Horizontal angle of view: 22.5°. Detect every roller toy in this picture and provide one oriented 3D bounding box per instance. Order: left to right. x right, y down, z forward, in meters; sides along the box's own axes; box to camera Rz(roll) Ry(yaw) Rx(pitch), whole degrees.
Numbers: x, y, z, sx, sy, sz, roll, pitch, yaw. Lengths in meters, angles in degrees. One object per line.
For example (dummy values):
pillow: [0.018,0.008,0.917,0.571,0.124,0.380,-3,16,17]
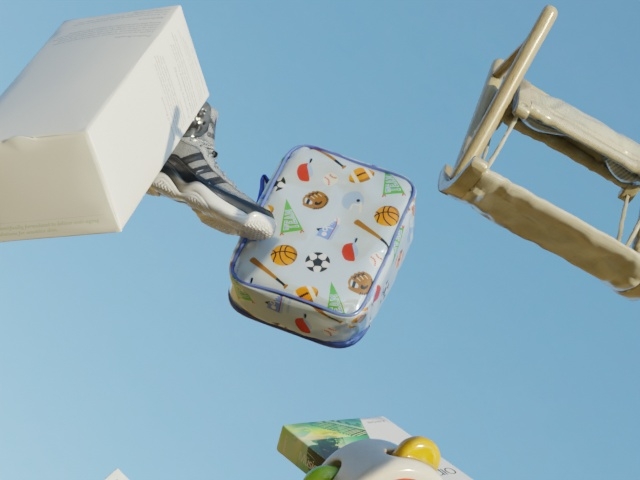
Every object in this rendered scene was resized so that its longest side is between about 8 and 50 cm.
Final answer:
roller toy: [0.091,0.394,2.336,0.146,0.209,0.191,22,-47,64]

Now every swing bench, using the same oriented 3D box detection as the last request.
swing bench: [0.290,-0.084,1.842,0.253,0.255,0.165,30,-28,-6]

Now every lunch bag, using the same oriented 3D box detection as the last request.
lunch bag: [0.000,0.000,2.398,0.243,0.303,0.115,17,-35,13]

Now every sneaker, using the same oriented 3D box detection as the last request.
sneaker: [-0.163,-0.113,2.334,0.268,0.153,0.101,26,-14,8]

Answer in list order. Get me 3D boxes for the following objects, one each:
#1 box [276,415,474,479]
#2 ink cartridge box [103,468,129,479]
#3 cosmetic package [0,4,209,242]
box: [0.109,0.392,2.703,0.322,0.232,0.058,29,-67,48]
ink cartridge box: [-0.200,0.353,1.736,0.175,0.072,0.127,44,-42,6]
cosmetic package: [-0.306,-0.161,2.129,0.197,0.365,0.155,-3,-57,21]
